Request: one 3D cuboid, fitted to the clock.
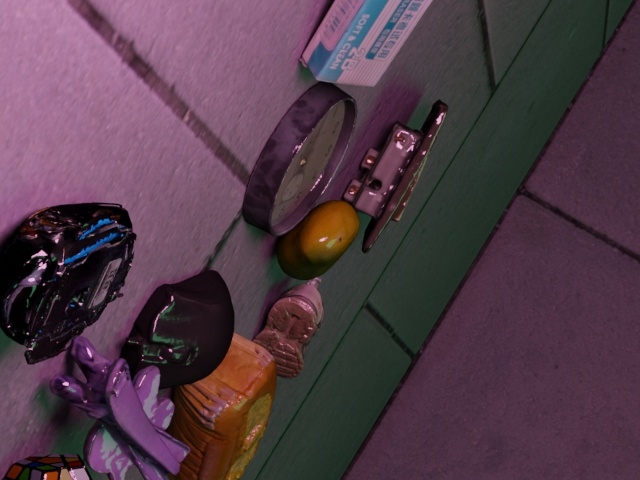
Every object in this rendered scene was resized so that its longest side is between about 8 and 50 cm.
[{"bbox_3d":[-0.023,-0.104,1.730,0.215,0.042,0.215,-53,164,-22],"label":"clock"}]

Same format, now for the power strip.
[{"bbox_3d":[0.113,-0.114,2.071,0.257,0.092,0.251,-62,174,7],"label":"power strip"}]

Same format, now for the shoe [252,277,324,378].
[{"bbox_3d":[-0.045,0.131,2.065,0.092,0.089,0.180,-61,174,-47],"label":"shoe"}]

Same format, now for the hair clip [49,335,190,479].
[{"bbox_3d":[-0.219,0.190,1.483,0.278,0.090,0.137,76,36,-57],"label":"hair clip"}]

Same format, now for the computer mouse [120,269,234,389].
[{"bbox_3d":[-0.161,0.118,1.641,0.147,0.088,0.264,-66,162,15],"label":"computer mouse"}]

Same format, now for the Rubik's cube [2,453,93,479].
[{"bbox_3d":[-0.299,0.297,1.469,0.133,0.133,0.112,-47,-172,-38],"label":"Rubik's cube"}]

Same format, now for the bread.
[{"bbox_3d":[-0.147,0.258,1.897,0.152,0.119,0.288,-42,159,-38],"label":"bread"}]

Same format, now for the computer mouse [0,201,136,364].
[{"bbox_3d":[-0.236,0.025,1.202,0.146,0.078,0.242,-63,169,14],"label":"computer mouse"}]

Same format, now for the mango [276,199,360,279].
[{"bbox_3d":[0.002,-0.002,1.854,0.122,0.085,0.191,-37,-175,-22],"label":"mango"}]

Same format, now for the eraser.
[{"bbox_3d":[0.071,-0.277,1.534,0.096,0.052,0.225,2,135,-39],"label":"eraser"}]
